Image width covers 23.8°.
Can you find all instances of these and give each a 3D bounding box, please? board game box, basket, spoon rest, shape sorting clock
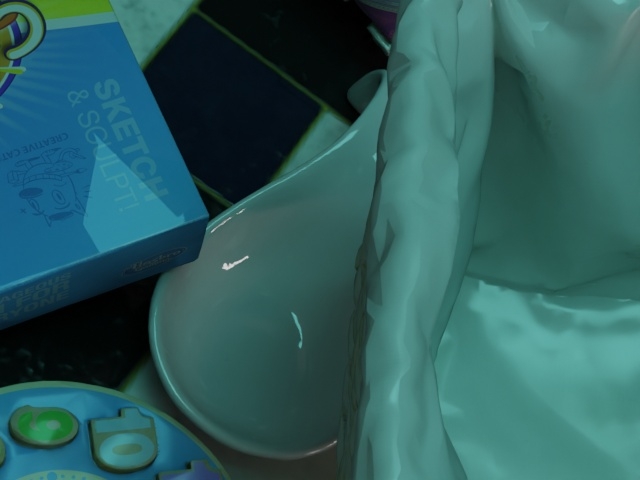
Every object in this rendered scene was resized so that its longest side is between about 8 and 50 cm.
[{"bbox_3d":[-0.231,-0.097,0.794,0.242,0.064,0.316,-21,74,-19],"label":"board game box"},{"bbox_3d":[0.173,0.075,0.661,0.331,0.266,0.328,7,58,-1],"label":"basket"},{"bbox_3d":[0.000,0.000,0.866,0.137,0.084,0.276,32,55,-6],"label":"spoon rest"},{"bbox_3d":[-0.126,0.166,0.748,0.206,0.040,0.206,11,60,-19],"label":"shape sorting clock"}]

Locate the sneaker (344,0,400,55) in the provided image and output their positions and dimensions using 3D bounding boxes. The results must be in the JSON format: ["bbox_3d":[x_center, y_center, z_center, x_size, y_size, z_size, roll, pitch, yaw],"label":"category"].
[{"bbox_3d":[0.053,-0.167,0.968,0.252,0.111,0.103,33,45,22],"label":"sneaker"}]
